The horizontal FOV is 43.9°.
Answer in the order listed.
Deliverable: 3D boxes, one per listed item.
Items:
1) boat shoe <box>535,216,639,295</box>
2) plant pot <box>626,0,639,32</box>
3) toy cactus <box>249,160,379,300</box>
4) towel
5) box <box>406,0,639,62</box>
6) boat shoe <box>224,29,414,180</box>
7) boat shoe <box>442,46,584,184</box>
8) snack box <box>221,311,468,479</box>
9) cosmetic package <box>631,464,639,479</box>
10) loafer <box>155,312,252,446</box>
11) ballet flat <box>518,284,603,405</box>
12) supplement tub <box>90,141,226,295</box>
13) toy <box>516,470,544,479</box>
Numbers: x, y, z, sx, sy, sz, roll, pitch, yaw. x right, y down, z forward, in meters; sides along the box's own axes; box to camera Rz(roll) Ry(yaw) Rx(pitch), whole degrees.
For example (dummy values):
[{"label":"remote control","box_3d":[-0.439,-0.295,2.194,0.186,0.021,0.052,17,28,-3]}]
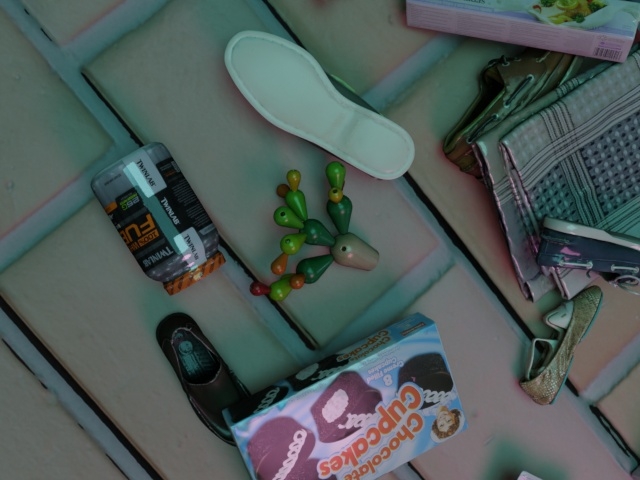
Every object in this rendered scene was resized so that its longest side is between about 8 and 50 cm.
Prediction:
[{"label":"boat shoe","box_3d":[0.429,0.028,1.165,0.255,0.095,0.079,12,100,-25]},{"label":"plant pot","box_3d":[0.618,-0.366,1.155,0.290,0.195,0.290,14,61,-27]},{"label":"toy cactus","box_3d":[0.000,0.000,1.150,0.181,0.112,0.218,25,82,-29]},{"label":"towel","box_3d":[0.403,-0.090,1.191,0.324,0.056,0.312,-31,119,-9]},{"label":"box","box_3d":[0.287,-0.325,1.146,0.324,0.067,0.063,13,71,14]},{"label":"boat shoe","box_3d":[-0.005,-0.190,1.142,0.305,0.091,0.109,33,95,-9]},{"label":"boat shoe","box_3d":[0.295,-0.233,1.192,0.104,0.111,0.307,32,84,-11]},{"label":"snack box","box_3d":[0.042,0.256,1.133,0.322,0.060,0.187,-25,110,-14]},{"label":"cosmetic package","box_3d":[0.739,0.475,1.254,0.230,0.161,0.453,-41,97,-9]},{"label":"loafer","box_3d":[-0.158,0.203,1.113,0.080,0.078,0.220,-37,97,-9]},{"label":"ballet flat","box_3d":[0.367,0.152,1.227,0.067,0.073,0.206,26,82,-2]},{"label":"supplement tub","box_3d":[-0.216,-0.028,1.083,0.117,0.117,0.190,-32,95,-10]},{"label":"toy","box_3d":[0.297,0.473,1.217,0.137,0.056,0.237,28,89,-14]}]
